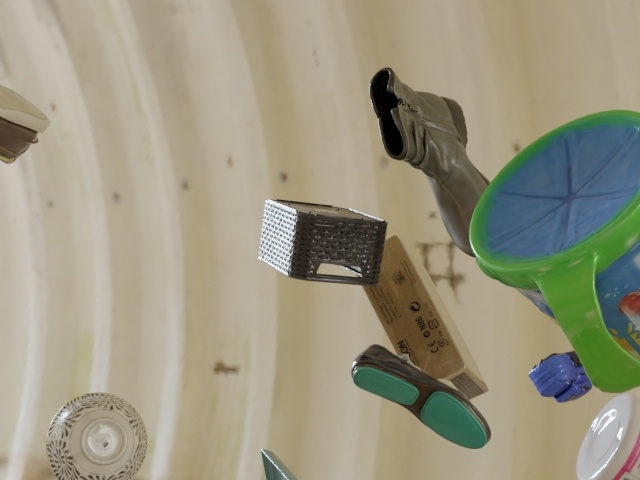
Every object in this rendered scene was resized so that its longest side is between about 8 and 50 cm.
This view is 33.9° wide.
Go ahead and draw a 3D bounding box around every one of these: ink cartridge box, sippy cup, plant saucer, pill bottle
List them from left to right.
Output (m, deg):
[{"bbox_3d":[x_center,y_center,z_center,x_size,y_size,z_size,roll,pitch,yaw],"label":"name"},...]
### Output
[{"bbox_3d":[-0.045,0.335,1.415,0.018,0.067,0.192,-12,8,-15],"label":"plant saucer"},{"bbox_3d":[0.153,0.131,1.596,0.088,0.235,0.193,-30,-25,7],"label":"ink cartridge box"},{"bbox_3d":[0.318,0.017,1.142,0.224,0.305,0.240,47,-19,-25],"label":"sippy cup"},{"bbox_3d":[0.547,0.363,1.582,0.283,0.160,0.160,29,-17,-3],"label":"pill bottle"}]

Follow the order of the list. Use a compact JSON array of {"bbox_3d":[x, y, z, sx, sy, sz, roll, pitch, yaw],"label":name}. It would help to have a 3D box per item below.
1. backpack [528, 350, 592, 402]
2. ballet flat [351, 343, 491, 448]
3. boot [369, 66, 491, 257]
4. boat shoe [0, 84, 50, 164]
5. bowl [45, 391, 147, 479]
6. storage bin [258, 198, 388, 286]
[{"bbox_3d":[0.511,0.288,2.222,0.120,0.101,0.098,4,-45,-41],"label":"backpack"},{"bbox_3d":[0.135,0.195,1.365,0.203,0.074,0.074,29,-17,-2],"label":"ballet flat"},{"bbox_3d":[0.137,-0.095,1.340,0.083,0.247,0.161,-32,-26,32],"label":"boot"},{"bbox_3d":[-0.522,-0.191,1.463,0.116,0.097,0.324,44,10,30],"label":"boat shoe"},{"bbox_3d":[-0.360,0.330,1.723,0.170,0.170,0.080,16,-18,-18],"label":"bowl"},{"bbox_3d":[0.000,0.000,1.362,0.122,0.084,0.180,6,5,-19],"label":"storage bin"}]
